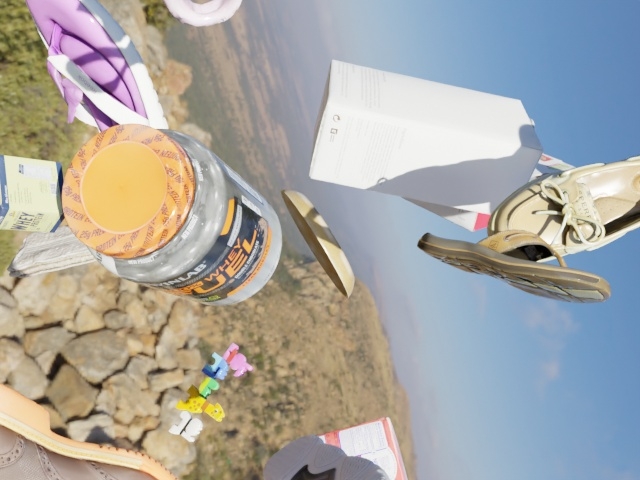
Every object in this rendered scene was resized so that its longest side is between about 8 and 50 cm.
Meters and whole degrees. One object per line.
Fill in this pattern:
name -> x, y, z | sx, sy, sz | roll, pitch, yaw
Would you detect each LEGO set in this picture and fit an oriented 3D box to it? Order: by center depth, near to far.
LEGO set -> -0.222, 0.327, 1.396 | 0.093, 0.227, 0.087 | 32, -13, 17

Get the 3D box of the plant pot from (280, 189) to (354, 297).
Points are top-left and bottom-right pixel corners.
plant pot -> 0.000, 0.000, 1.246 | 0.236, 0.032, 0.236 | 58, -6, 9

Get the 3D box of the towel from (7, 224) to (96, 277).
towel -> -0.696, 0.012, 1.814 | 0.187, 0.282, 0.049 | -95, 170, -57

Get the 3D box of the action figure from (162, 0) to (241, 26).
action figure -> 0.097, -0.259, 0.427 | 0.248, 0.370, 0.275 | 109, -1, -78

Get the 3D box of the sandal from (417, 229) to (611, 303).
sandal -> 0.212, 0.016, 0.746 | 0.090, 0.219, 0.060 | 31, 79, -48

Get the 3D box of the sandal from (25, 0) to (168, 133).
sandal -> -0.328, -0.200, 1.012 | 0.102, 0.169, 0.416 | -56, 138, -37

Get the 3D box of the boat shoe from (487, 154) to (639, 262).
boat shoe -> 0.339, -0.051, 0.809 | 0.089, 0.285, 0.104 | 150, -83, -81

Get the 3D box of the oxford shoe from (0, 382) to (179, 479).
oxford shoe -> -0.258, 0.272, 0.660 | 0.364, 0.130, 0.132 | 42, 25, -35

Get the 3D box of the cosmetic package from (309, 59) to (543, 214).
cosmetic package -> 0.176, -0.182, 1.179 | 0.197, 0.366, 0.155 | -83, -173, -54

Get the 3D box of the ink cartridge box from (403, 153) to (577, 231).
ink cartridge box -> 0.388, -0.125, 1.486 | 0.272, 0.309, 0.130 | 32, -57, 40

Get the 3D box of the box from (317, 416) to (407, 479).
box -> 0.081, 0.455, 1.047 | 0.142, 0.154, 0.300 | 69, 5, -46

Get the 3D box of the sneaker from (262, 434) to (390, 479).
sneaker -> 0.035, 0.315, 0.726 | 0.153, 0.101, 0.268 | 61, -19, -12

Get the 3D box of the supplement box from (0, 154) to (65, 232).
supplement box -> -0.391, -0.061, 0.887 | 0.083, 0.056, 0.083 | 4, 59, -41

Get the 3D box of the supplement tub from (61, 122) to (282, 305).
supplement tub -> -0.195, -0.027, 0.945 | 0.338, 0.207, 0.207 | 40, 37, -71
